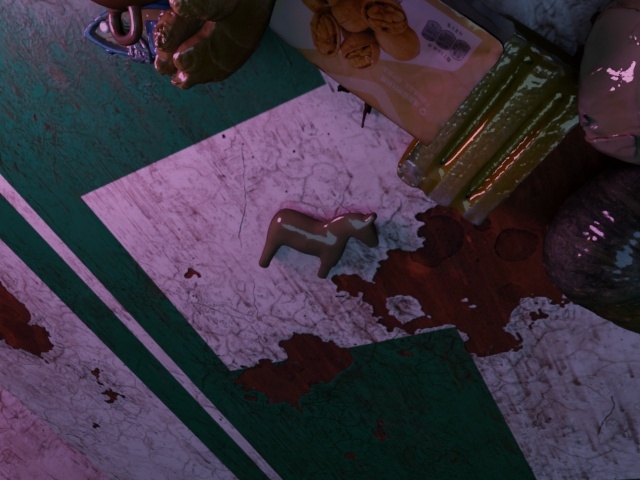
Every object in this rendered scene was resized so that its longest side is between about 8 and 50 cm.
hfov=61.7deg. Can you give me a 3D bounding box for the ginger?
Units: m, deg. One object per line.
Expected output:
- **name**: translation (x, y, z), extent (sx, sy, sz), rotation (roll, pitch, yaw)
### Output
- **ginger**: translation (-0.137, -0.397, 0.766), extent (0.166, 0.236, 0.375), rotation (35, 123, 28)

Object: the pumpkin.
- **pumpkin**: translation (0.555, 0.022, 0.897), extent (0.328, 0.257, 0.291), rotation (37, 116, -5)

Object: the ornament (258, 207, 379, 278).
- **ornament**: translation (0.000, 0.000, 1.164), extent (0.231, 0.061, 0.244), rotation (22, 133, -4)

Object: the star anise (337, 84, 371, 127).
- **star anise**: translation (0.092, -0.284, 0.928), extent (0.159, 0.144, 0.140), rotation (22, 85, -10)

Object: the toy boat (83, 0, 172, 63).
- **toy boat**: translation (-0.302, -0.362, 0.944), extent (0.238, 0.098, 0.109), rotation (6, 125, 12)

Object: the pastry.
- **pastry**: translation (0.470, -0.232, 0.739), extent (0.133, 0.265, 0.264), rotation (31, 151, 55)

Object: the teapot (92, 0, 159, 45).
- **teapot**: translation (-0.324, -0.445, 0.836), extent (0.175, 0.186, 0.267), rotation (17, 116, 45)

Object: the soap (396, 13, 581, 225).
- **soap**: translation (0.290, -0.192, 0.914), extent (0.199, 0.091, 0.315), rotation (29, 130, -7)

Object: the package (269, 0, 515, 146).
- **package**: translation (0.110, -0.324, 0.781), extent (0.311, 0.165, 0.221), rotation (37, 147, 2)
